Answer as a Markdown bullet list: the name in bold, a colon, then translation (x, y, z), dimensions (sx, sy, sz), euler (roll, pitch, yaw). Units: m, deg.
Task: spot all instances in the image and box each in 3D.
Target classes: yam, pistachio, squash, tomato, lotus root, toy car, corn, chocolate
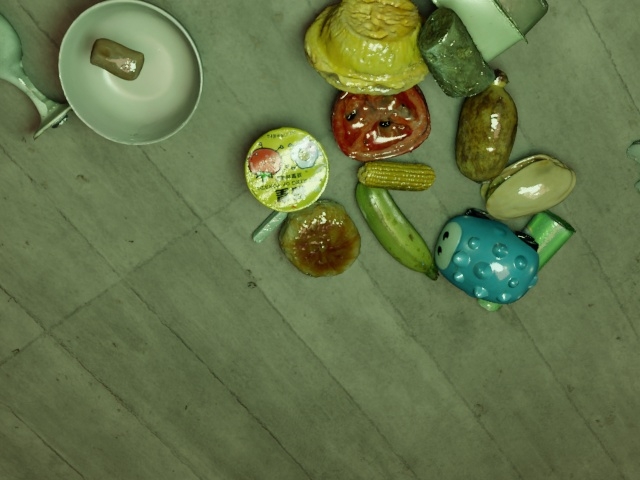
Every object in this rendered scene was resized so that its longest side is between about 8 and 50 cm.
- **yam**: translation (0.257, -0.356, 1.249), dimensions (0.107, 0.107, 0.183), euler (-37, 133, 10)
- **pistachio**: translation (0.493, -0.124, 1.520), dimensions (0.215, 0.144, 0.144), euler (-22, 113, 16)
- **squash**: translation (0.188, -0.011, 1.565), dimensions (0.094, 0.094, 0.341), euler (-35, 112, 10)
- **tomato**: translation (0.133, -0.288, 1.429), dimensions (0.227, 0.101, 0.228), euler (-3, 135, -3)
- **lotus root**: translation (0.376, -0.257, 1.446), dimensions (0.128, 0.145, 0.260), euler (-3, 115, -11)
- **toy car**: translation (0.384, 0.046, 1.523), dimensions (0.255, 0.190, 0.189), euler (32, 112, 26)
- **corn**: translation (0.180, -0.148, 1.493), dimensions (0.207, 0.068, 0.068), euler (-1, 114, -27)
- **chocolate**: translation (0.505, 0.057, 1.615), dimensions (0.110, 0.110, 0.291), euler (30, 110, -15)
- **chocolate**: translation (-0.399, -0.354, 1.251), dimensions (0.100, 0.031, 0.065), euler (24, 104, -12)

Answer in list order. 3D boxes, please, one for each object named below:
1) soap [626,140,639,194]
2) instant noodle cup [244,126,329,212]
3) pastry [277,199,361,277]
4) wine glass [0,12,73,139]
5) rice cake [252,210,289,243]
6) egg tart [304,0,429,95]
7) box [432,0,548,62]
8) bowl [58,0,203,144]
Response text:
- **soap**: translation (0.915, -0.168, 1.467), dimensions (0.302, 0.258, 0.159), euler (-18, 114, 4)
- **instant noodle cup**: translation (-0.072, -0.157, 1.439), dimensions (0.182, 0.144, 0.182), euler (0, 96, 0)
- **pastry**: translation (0.000, 0.000, 1.540), dimensions (0.182, 0.093, 0.192), euler (-31, 119, 4)
- **wine glass**: translation (-0.650, -0.363, 1.324), dimensions (0.143, 0.143, 0.321), euler (-35, 110, 10)
- **rice cake**: translation (-0.101, -0.059, 1.550), dimensions (0.029, 0.033, 0.171), euler (39, 104, -24)
- **egg tart**: translation (0.105, -0.414, 1.300), dimensions (0.288, 0.288, 0.118), euler (-1, 152, -4)
- **box**: translation (0.316, -0.519, 1.296), dimensions (0.166, 0.221, 0.290), euler (-37, 113, 26)
- **bowl**: translation (-0.383, -0.356, 1.345), dimensions (0.286, 0.144, 0.287), euler (-2, 112, -4)
